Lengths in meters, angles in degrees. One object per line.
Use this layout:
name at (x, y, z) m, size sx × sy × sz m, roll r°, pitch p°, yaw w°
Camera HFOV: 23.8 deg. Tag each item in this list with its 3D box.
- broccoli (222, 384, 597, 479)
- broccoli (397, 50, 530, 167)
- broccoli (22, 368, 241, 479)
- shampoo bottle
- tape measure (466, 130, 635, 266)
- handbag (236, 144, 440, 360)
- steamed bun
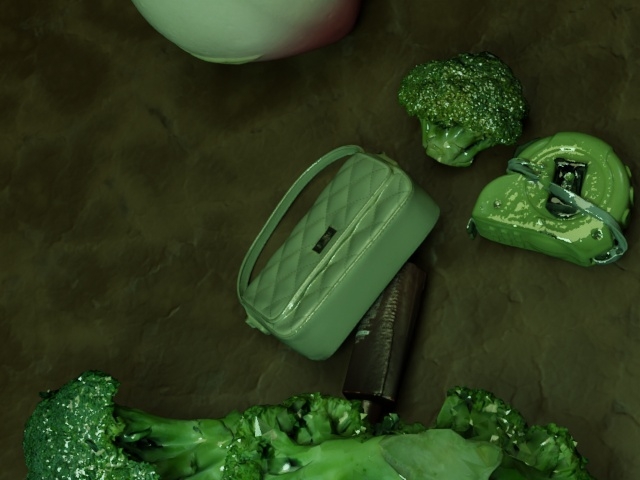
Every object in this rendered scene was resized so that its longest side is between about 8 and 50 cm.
broccoli at (0.105, 0.304, 1.514) m, size 0.413 × 0.321 × 0.310 m, roll 43°, pitch 113°, yaw 23°
broccoli at (0.165, -0.160, 1.778) m, size 0.162 × 0.146 × 0.138 m, roll 28°, pitch 110°, yaw 9°
broccoli at (-0.191, 0.264, 1.666) m, size 0.269 × 0.254 × 0.269 m, roll 4°, pitch 77°, yaw -19°
shampoo bottle at (0.067, 0.137, 1.711) m, size 0.067 × 0.068 × 0.236 m, roll 7°, pitch 70°, yaw 20°
tape measure at (0.276, -0.049, 1.720) m, size 0.177 × 0.087 × 0.154 m, roll 19°, pitch 74°, yaw 19°
handbag at (0.000, 0.000, 1.756) m, size 0.256 × 0.079 × 0.219 m, roll -52°, pitch 39°, yaw -3°
steamed bun at (-0.073, -0.341, 1.851) m, size 0.309 × 0.309 × 0.309 m, roll -5°, pitch 67°, yaw 13°
